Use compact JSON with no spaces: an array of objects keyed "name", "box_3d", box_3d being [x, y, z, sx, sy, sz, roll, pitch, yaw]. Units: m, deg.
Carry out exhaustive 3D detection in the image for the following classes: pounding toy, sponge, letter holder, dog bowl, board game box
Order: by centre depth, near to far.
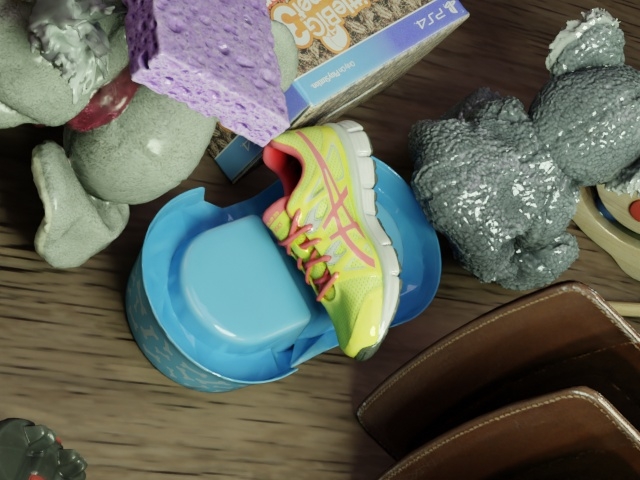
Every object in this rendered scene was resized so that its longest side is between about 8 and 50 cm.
[{"name":"sponge","box_3d":[-0.084,-0.171,0.936,0.117,0.031,0.210,24,43,-42]},{"name":"letter holder","box_3d":[0.134,0.187,1.047,0.214,0.302,0.152,45,50,-5]},{"name":"dog bowl","box_3d":[-0.033,0.028,1.171,0.297,0.074,0.166,-21,79,-40]},{"name":"board game box","box_3d":[-0.056,-0.240,1.253,0.232,0.141,0.291,-36,88,-40]},{"name":"pounding toy","box_3d":[0.331,-0.017,1.386,0.269,0.154,0.155,42,50,-8]}]

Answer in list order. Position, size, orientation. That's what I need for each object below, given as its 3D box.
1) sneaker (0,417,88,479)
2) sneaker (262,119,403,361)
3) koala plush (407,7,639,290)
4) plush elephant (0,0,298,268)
[{"name":"sneaker","box_3d":[-0.175,0.234,0.953,0.276,0.135,0.098,54,32,-29]},{"name":"sneaker","box_3d":[0.000,0.000,1.116,0.094,0.081,0.209,1,59,-25]},{"name":"koala plush","box_3d":[0.206,-0.079,1.252,0.196,0.221,0.203,65,21,10]},{"name":"plush elephant","box_3d":[-0.175,-0.140,1.071,0.271,0.255,0.330,-33,45,-3]}]
